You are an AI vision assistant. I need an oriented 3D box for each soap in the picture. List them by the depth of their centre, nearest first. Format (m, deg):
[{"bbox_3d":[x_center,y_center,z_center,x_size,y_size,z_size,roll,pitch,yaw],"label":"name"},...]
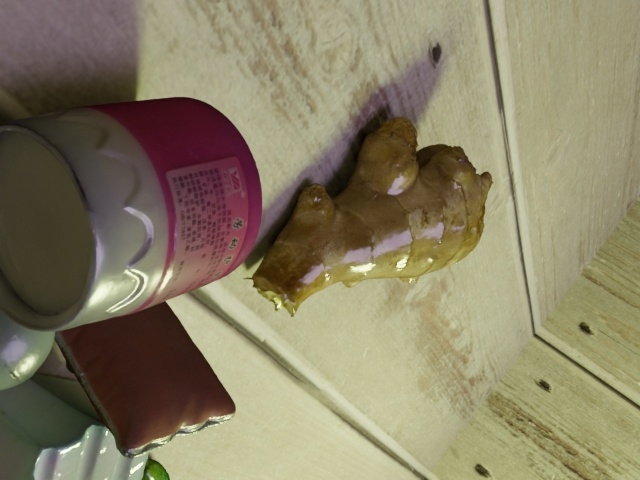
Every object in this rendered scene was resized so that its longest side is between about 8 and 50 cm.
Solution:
[{"bbox_3d":[-0.308,0.292,1.035,0.208,0.115,0.347,-25,143,-47],"label":"soap"}]

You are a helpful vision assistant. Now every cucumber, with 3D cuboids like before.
[{"bbox_3d":[-0.237,0.380,1.366,0.056,0.056,0.250,-38,150,-32],"label":"cucumber"}]

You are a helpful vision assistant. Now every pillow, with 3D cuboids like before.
[{"bbox_3d":[-0.188,0.134,0.977,0.075,0.179,0.171,-48,159,28],"label":"pillow"}]

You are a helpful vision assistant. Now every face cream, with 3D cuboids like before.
[{"bbox_3d":[-0.171,-0.026,0.790,0.195,0.175,0.175,-22,141,-53],"label":"face cream"}]

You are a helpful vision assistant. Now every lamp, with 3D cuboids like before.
[{"bbox_3d":[-0.281,0.077,0.813,0.105,0.105,0.105,-42,153,-26],"label":"lamp"}]

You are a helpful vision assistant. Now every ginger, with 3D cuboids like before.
[{"bbox_3d":[0.083,-0.030,1.269,0.375,0.166,0.236,-19,139,-46],"label":"ginger"}]
